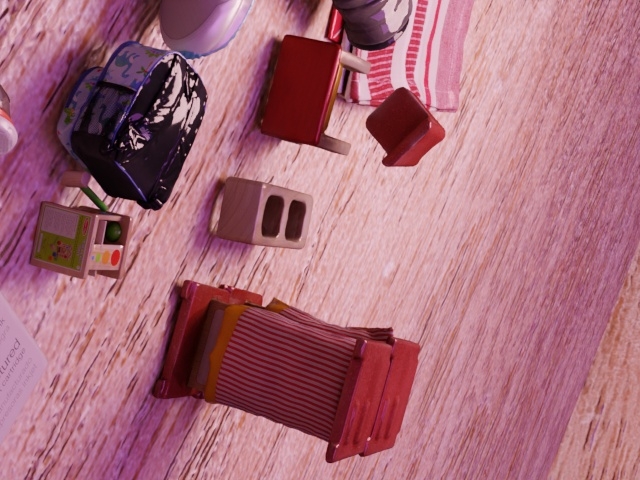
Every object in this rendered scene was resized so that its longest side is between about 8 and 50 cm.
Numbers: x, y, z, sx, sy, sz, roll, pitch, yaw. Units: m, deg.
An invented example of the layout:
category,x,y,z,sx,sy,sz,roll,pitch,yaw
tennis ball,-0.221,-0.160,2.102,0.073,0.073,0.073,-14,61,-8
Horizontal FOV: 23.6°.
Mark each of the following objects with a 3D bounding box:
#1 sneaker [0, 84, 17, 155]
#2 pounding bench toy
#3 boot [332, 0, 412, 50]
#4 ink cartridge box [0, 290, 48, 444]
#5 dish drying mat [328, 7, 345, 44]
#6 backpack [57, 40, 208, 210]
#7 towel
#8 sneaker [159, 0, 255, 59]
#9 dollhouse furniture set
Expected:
category,x,y,z,sx,sy,sz,roll,pitch,yaw
sneaker,-0.258,-0.118,1.040,0.158,0.061,0.065,63,20,-56
pounding bench toy,-0.186,-0.014,1.229,0.065,0.052,0.083,3,100,-65
boot,0.070,-0.375,1.508,0.338,0.118,0.222,-60,147,-7
ink cartridge box,-0.308,0.069,0.933,0.207,0.117,0.283,-62,152,-28
dish drying mat,0.024,-0.249,1.609,0.032,0.008,0.083,15,89,-65
backpack,-0.150,-0.099,1.222,0.114,0.084,0.105,-63,152,-18
towel,0.111,-0.266,1.744,0.329,0.037,0.237,-7,108,-66
sneaker,-0.097,-0.263,1.268,0.092,0.087,0.229,24,75,-55
dollhouse furniture set,0.000,0.000,1.455,0.152,0.201,0.374,10,94,-66
